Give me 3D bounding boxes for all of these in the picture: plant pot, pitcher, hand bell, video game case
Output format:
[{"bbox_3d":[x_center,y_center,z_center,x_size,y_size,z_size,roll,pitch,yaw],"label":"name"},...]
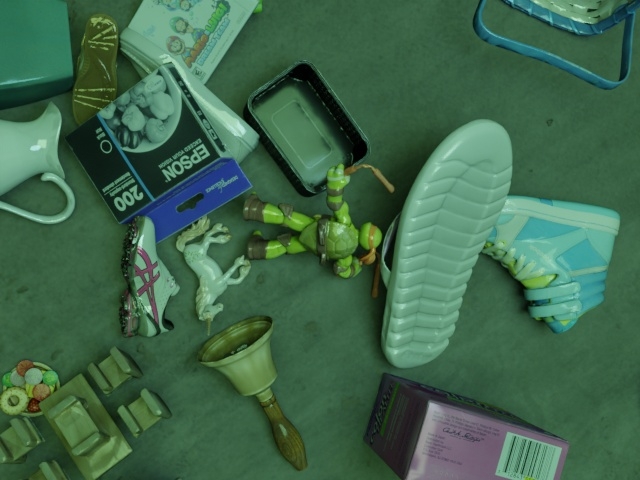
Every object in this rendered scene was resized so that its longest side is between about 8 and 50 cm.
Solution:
[{"bbox_3d":[-0.468,-0.265,1.100,0.234,0.165,0.166,-4,90,-18],"label":"plant pot"},{"bbox_3d":[-0.462,-0.094,1.124,0.207,0.125,0.178,-15,107,-21],"label":"pitcher"},{"bbox_3d":[-0.078,0.249,1.201,0.126,0.126,0.242,-27,105,-10],"label":"hand bell"},{"bbox_3d":[-0.190,-0.336,1.182,0.143,0.019,0.157,36,115,-8],"label":"video game case"}]

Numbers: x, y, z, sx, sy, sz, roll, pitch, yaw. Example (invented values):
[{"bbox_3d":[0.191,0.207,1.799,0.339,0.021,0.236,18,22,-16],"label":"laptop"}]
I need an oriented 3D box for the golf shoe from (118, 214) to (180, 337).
[{"bbox_3d":[-0.252,0.052,1.174,0.085,0.067,0.186,-1,107,-21],"label":"golf shoe"}]

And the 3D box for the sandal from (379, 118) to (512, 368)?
[{"bbox_3d":[0.155,0.007,1.178,0.169,0.102,0.416,-3,121,-32],"label":"sandal"}]

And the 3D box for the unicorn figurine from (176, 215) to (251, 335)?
[{"bbox_3d":[-0.163,0.049,1.205,0.111,0.060,0.162,-34,79,-6],"label":"unicorn figurine"}]

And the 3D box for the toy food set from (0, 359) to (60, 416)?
[{"bbox_3d":[-0.426,0.218,1.166,0.083,0.020,0.083,10,87,-10],"label":"toy food set"}]

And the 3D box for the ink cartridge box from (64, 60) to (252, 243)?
[{"bbox_3d":[-0.235,-0.113,1.140,0.206,0.045,0.208,-29,99,24],"label":"ink cartridge box"}]

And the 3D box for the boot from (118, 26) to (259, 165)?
[{"bbox_3d":[-0.223,-0.189,1.175,0.258,0.095,0.123,41,88,-4],"label":"boot"}]

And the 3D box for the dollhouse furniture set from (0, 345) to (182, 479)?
[{"bbox_3d":[-0.304,0.313,1.147,0.212,0.161,0.242,-36,76,-9],"label":"dollhouse furniture set"}]

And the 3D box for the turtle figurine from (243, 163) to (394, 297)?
[{"bbox_3d":[0.000,0.000,1.181,0.217,0.270,0.087,3,47,11],"label":"turtle figurine"}]

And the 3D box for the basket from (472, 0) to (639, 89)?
[{"bbox_3d":[0.379,-0.398,1.234,0.254,0.201,0.289,19,76,-11],"label":"basket"}]

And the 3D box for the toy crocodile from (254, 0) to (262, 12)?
[{"bbox_3d":[-0.151,-0.509,1.198,0.115,0.105,0.341,-15,96,-11],"label":"toy crocodile"}]

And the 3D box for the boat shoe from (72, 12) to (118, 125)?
[{"bbox_3d":[-0.329,-0.251,1.174,0.063,0.059,0.170,11,108,-17],"label":"boat shoe"}]

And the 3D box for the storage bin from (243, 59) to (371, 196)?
[{"bbox_3d":[-0.022,-0.168,1.216,0.122,0.084,0.180,-37,96,-9],"label":"storage bin"}]

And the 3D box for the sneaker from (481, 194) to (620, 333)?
[{"bbox_3d":[0.322,0.039,1.256,0.318,0.127,0.208,5,87,-10],"label":"sneaker"}]

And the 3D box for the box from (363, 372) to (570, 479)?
[{"bbox_3d":[0.203,0.296,1.168,0.213,0.243,0.117,18,85,-9],"label":"box"}]
